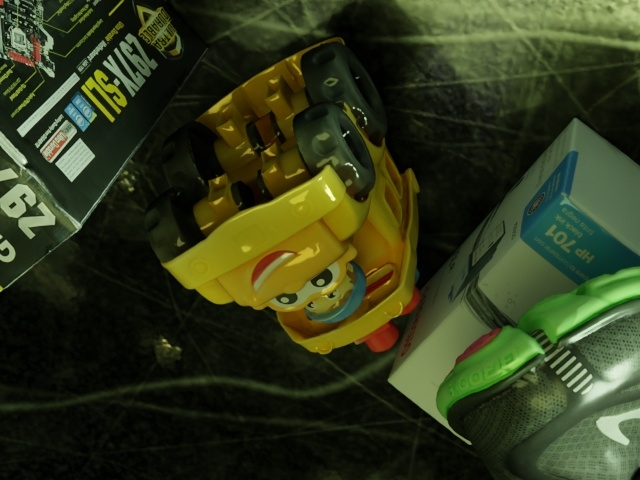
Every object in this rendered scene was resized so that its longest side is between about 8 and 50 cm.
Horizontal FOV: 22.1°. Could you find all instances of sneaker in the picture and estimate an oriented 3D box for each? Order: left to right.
[{"bbox_3d":[0.221,0.182,1.066,0.185,0.202,0.483,-31,140,4],"label":"sneaker"}]

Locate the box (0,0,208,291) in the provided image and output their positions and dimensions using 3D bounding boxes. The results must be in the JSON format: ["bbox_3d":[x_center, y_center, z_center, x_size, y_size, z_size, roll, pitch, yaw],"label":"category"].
[{"bbox_3d":[-0.213,-0.145,1.020,0.079,0.322,0.257,-35,105,23],"label":"box"}]

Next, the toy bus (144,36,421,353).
[{"bbox_3d":[0.000,0.000,1.113,0.149,0.220,0.211,-28,114,17],"label":"toy bus"}]

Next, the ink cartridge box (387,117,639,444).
[{"bbox_3d":[0.142,0.028,1.135,0.082,0.139,0.191,38,117,-7],"label":"ink cartridge box"}]
